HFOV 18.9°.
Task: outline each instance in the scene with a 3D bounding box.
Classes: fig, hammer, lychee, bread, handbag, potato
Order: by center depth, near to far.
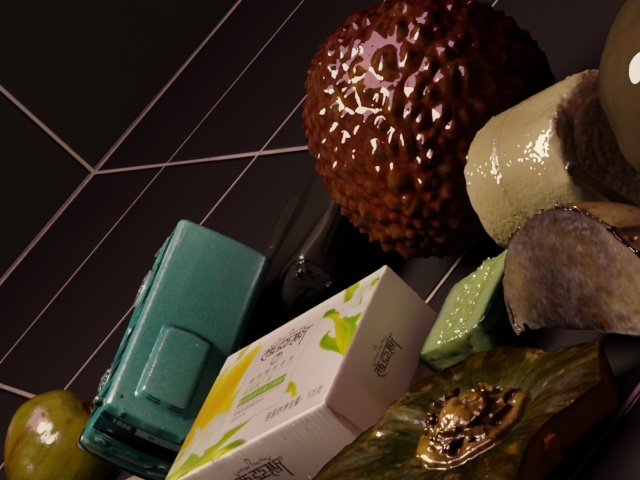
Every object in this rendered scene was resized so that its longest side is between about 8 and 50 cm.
[{"bbox_3d":[0.245,0.014,1.529,0.100,0.120,0.261,-18,10,-23],"label":"potato"},{"bbox_3d":[0.241,-0.024,1.567,0.060,0.195,0.028,-40,51,20],"label":"hammer"},{"bbox_3d":[0.226,-0.073,1.787,0.141,0.134,0.148,-27,37,51],"label":"bread"},{"bbox_3d":[0.110,-0.129,1.977,0.275,0.275,0.304,-27,57,51],"label":"lychee"},{"bbox_3d":[0.000,0.000,2.193,0.223,0.080,0.247,-49,16,53],"label":"handbag"},{"bbox_3d":[-0.345,0.272,2.411,0.186,0.142,0.148,-32,-9,6],"label":"fig"}]

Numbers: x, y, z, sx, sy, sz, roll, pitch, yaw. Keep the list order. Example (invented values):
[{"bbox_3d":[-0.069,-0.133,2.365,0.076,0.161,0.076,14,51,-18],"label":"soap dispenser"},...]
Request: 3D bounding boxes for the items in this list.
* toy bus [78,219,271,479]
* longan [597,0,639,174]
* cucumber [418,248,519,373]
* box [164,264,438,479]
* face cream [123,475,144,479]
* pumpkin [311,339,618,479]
[{"bbox_3d":[-0.155,0.120,2.077,0.147,0.128,0.256,128,165,-61],"label":"toy bus"},{"bbox_3d":[0.343,-0.139,1.517,0.248,0.248,0.248,-42,17,16],"label":"longan"},{"bbox_3d":[0.156,0.069,1.762,0.116,0.062,0.115,-37,16,54],"label":"cucumber"},{"bbox_3d":[-0.013,0.165,1.862,0.260,0.111,0.194,-35,20,41],"label":"box"},{"bbox_3d":[-0.264,0.338,2.189,0.341,0.084,0.137,-30,24,24],"label":"face cream"},{"bbox_3d":[0.126,0.174,1.533,0.258,0.095,0.290,-42,22,-26],"label":"pumpkin"}]
